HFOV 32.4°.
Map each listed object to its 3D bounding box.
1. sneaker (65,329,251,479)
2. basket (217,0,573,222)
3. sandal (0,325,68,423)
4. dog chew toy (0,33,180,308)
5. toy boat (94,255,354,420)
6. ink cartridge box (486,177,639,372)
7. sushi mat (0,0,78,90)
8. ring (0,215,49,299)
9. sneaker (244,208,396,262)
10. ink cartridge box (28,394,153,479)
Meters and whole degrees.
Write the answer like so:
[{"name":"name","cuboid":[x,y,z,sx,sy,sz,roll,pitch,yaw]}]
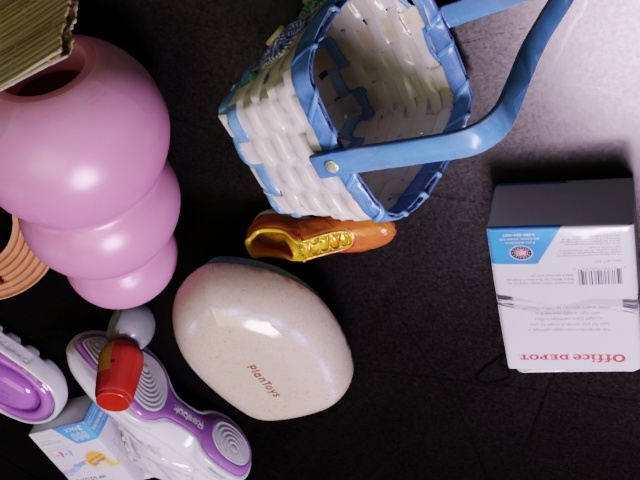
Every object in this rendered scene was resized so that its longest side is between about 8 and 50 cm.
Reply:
[{"name":"sneaker","cuboid":[-0.238,0.246,1.473,0.152,0.114,0.305,-31,115,32]},{"name":"basket","cuboid":[0.068,-0.138,0.985,0.288,0.255,0.201,-7,125,35]},{"name":"sandal","cuboid":[-0.542,0.143,1.483,0.416,0.102,0.169,22,129,-1]},{"name":"dog chew toy","cuboid":[-0.245,-0.053,1.186,0.206,0.207,0.332,2,136,14]},{"name":"toy boat","cuboid":[-0.129,0.113,1.327,0.318,0.148,0.267,-11,136,18]},{"name":"ink cartridge box","cuboid":[0.267,0.041,1.183,0.148,0.086,0.203,-2,128,17]},{"name":"sushi mat","cuboid":[-0.319,-0.200,1.071,0.316,0.152,0.019,-14,150,43]},{"name":"ring","cuboid":[-0.475,-0.060,1.348,0.336,0.032,0.337,8,130,10]},{"name":"sneaker","cuboid":[0.000,0.000,1.239,0.175,0.067,0.064,-6,125,18]},{"name":"ink cartridge box","cuboid":[-0.318,0.308,1.582,0.104,0.062,0.181,-17,122,27]}]
